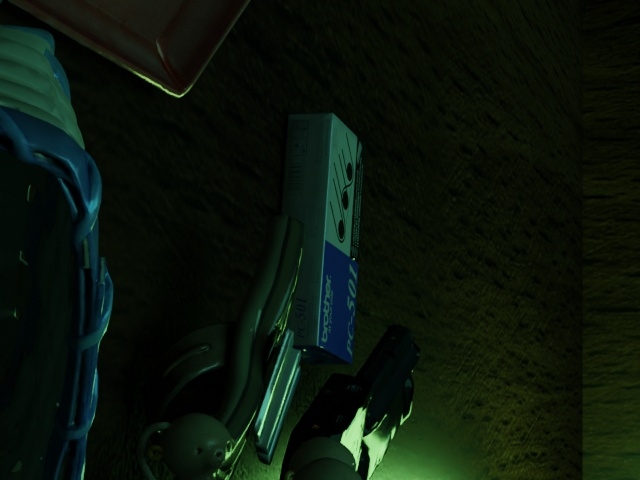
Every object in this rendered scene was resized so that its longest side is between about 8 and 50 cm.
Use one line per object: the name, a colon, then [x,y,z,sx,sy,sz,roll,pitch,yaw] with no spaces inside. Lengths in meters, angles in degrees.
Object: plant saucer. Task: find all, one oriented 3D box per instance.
plant saucer: [-0.083,-0.236,1.007,0.259,0.047,0.258,-55,160,4]

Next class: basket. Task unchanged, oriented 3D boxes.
basket: [-0.180,0.051,0.563,0.289,0.201,0.255,-104,-156,-61]

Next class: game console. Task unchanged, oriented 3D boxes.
game console: [0.025,0.194,1.393,0.361,0.044,0.213,-47,149,-64]

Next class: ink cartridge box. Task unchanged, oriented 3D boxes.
ink cartridge box: [0.000,0.000,1.400,0.097,0.046,0.207,37,55,-66]

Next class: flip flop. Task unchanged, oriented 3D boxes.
flip flop: [-0.078,0.093,1.104,0.112,0.080,0.277,109,0,-59]

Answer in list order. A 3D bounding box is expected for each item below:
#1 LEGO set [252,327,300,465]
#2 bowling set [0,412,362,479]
LEGO set: [-0.042,0.199,1.136,0.182,0.060,0.244,93,15,-75]
bowling set: [-0.032,0.179,0.919,0.287,0.200,0.154,-3,89,-43]
